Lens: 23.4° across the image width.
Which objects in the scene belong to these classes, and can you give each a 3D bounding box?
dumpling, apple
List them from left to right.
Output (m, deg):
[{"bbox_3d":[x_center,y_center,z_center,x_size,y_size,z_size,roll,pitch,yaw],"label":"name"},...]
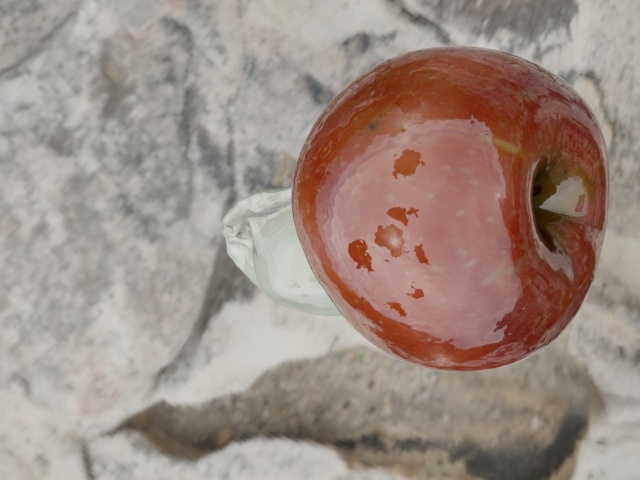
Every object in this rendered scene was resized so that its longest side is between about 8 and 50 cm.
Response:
[{"bbox_3d":[0.000,0.000,1.451,0.229,0.124,0.151,3,130,25],"label":"dumpling"},{"bbox_3d":[0.104,-0.032,1.219,0.217,0.260,0.260,5,118,39],"label":"apple"}]
